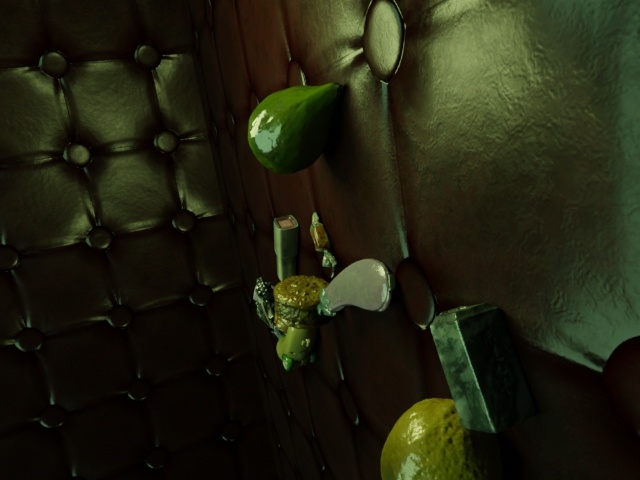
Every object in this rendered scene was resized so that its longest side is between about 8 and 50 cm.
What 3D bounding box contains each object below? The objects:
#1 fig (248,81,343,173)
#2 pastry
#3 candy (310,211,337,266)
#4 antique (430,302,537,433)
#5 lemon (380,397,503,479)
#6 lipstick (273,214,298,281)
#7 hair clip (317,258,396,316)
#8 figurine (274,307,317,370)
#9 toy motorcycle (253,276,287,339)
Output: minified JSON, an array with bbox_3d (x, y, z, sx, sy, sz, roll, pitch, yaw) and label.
[{"bbox_3d":[-0.048,-0.293,1.117,0.275,0.206,0.206,-38,66,46],"label":"fig"},{"bbox_3d":[-0.046,0.183,1.398,0.189,0.188,0.103,-137,43,-57],"label":"pastry"},{"bbox_3d":[0.000,0.000,1.351,0.053,0.046,0.182,110,144,-54],"label":"candy"},{"bbox_3d":[0.249,0.193,0.731,0.086,0.088,0.183,139,116,-67],"label":"antique"},{"bbox_3d":[0.208,0.392,0.813,0.204,0.204,0.260,-136,51,-57],"label":"lemon"},{"bbox_3d":[-0.124,0.035,1.666,0.079,0.077,0.253,-124,29,-46],"label":"lipstick"},{"bbox_3d":[0.087,0.124,1.166,0.095,0.110,0.358,36,155,-6],"label":"hair clip"},{"bbox_3d":[-0.097,0.336,1.729,0.324,0.124,0.222,104,146,-44],"label":"figurine"},{"bbox_3d":[-0.190,0.294,1.952,0.327,0.143,0.188,63,167,-9],"label":"toy motorcycle"}]
